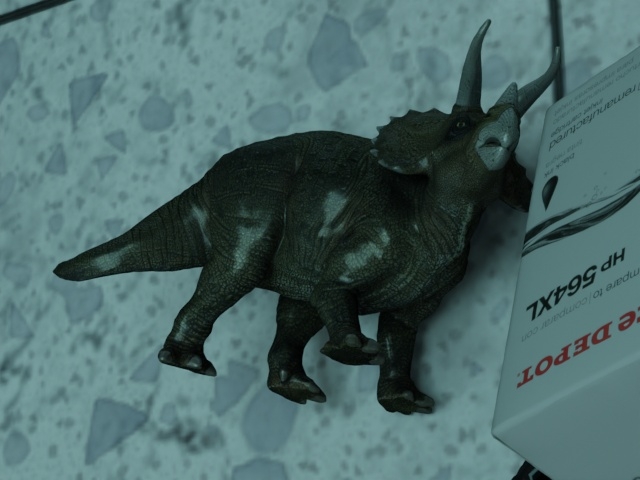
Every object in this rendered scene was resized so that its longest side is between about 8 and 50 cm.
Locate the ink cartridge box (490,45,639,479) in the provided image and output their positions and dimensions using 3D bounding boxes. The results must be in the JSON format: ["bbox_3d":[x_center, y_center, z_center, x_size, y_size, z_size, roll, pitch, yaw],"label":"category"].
[{"bbox_3d":[0.163,0.001,0.835,0.148,0.086,0.203,-34,29,40],"label":"ink cartridge box"}]

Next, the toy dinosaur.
[{"bbox_3d":[0.000,0.000,1.031,0.314,0.121,0.160,-6,62,41],"label":"toy dinosaur"}]

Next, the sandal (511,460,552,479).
[{"bbox_3d":[0.118,0.122,0.922,0.040,0.067,0.179,33,96,27],"label":"sandal"}]
